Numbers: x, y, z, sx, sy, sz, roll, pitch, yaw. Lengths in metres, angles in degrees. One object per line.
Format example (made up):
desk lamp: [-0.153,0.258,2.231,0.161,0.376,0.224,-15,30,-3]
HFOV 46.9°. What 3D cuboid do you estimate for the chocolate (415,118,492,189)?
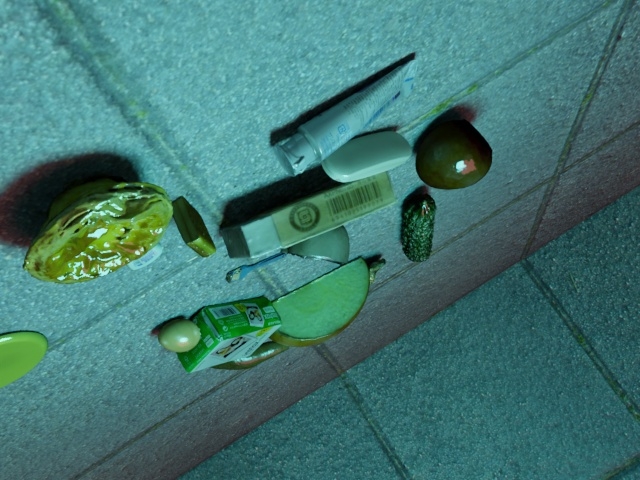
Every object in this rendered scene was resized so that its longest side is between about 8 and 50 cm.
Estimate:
chocolate: [0.289,-0.179,1.629,0.177,0.176,0.176,-29,160,-12]

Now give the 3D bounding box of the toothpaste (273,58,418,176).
toothpaste: [0.054,-0.221,1.319,0.299,0.073,0.114,-35,161,-15]

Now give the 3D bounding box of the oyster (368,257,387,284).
oyster: [0.153,0.093,2.175,0.121,0.045,0.146,-59,-179,38]

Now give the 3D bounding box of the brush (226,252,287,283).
brush: [-0.147,0.059,1.733,0.164,0.014,0.051,-24,160,-26]

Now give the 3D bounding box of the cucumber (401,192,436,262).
cucumber: [0.266,-0.041,2.015,0.096,0.096,0.359,-31,158,-6]

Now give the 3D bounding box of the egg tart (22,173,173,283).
egg tart: [-0.339,-0.023,1.120,0.241,0.106,0.241,-29,163,-10]

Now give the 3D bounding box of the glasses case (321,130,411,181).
glasses case: [0.094,-0.169,1.468,0.204,0.081,0.051,-19,154,-30]

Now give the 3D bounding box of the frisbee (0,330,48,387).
frisbee: [-0.638,0.246,1.421,0.236,0.017,0.236,-29,160,-12]

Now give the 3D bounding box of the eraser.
eraser: [-0.022,-0.053,1.491,0.343,0.078,0.144,-22,-172,-25]

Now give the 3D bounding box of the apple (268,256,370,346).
apple: [-0.006,0.190,2.088,0.346,0.254,0.179,-28,117,-18]

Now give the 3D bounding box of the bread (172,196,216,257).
bread: [-0.227,-0.021,1.313,0.035,0.090,0.094,-29,160,1]

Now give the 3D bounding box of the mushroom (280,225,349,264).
mushroom: [0.000,0.000,1.675,0.117,0.141,0.188,-68,160,-3]

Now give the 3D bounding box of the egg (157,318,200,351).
egg: [-0.335,0.224,1.737,0.096,0.080,0.080,6,138,-48]

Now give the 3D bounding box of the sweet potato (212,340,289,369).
sweet potato: [-0.206,0.325,2.078,0.244,0.077,0.077,-5,155,-7]

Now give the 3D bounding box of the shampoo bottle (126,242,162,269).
shampoo bottle: [-0.328,0.011,1.303,0.072,0.043,0.099,-32,159,-4]

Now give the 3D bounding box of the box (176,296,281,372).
box: [-0.235,0.235,1.880,0.250,0.103,0.180,-6,147,-51]
